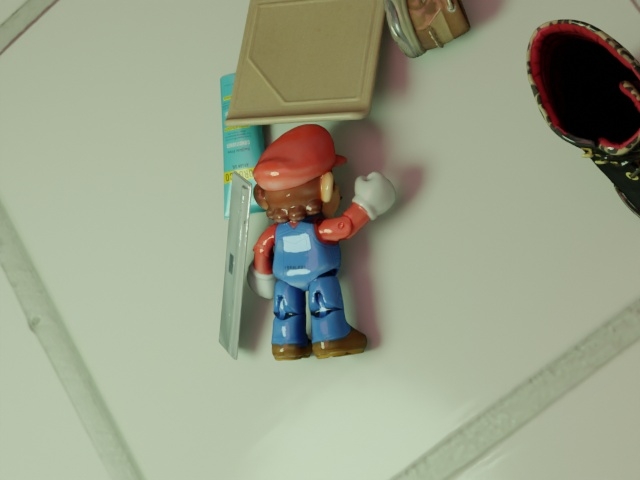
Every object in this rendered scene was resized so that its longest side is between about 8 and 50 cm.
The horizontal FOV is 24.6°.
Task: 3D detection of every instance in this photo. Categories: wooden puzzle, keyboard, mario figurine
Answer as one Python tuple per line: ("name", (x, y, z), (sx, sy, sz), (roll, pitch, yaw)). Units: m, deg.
("wooden puzzle", (-0.014, -0.260, 2.067), (0.221, 0.044, 0.238), (-1, 62, 25))
("keyboard", (-0.119, 0.035, 2.036), (0.072, 0.014, 0.256), (-133, 46, -65))
("mario figurine", (0.000, 0.000, 2.014), (0.198, 0.170, 0.320), (-3, 89, -8))

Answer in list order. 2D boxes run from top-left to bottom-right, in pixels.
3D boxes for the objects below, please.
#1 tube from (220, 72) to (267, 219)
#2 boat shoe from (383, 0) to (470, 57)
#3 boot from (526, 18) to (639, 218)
("tube", (-0.111, -0.137, 2.118), (0.080, 0.052, 0.207), (-10, 80, 26))
("boat shoe", (0.139, -0.412, 2.008), (0.116, 0.123, 0.324), (-12, 81, 18))
("boot", (0.391, -0.092, 1.712), (0.138, 0.284, 0.377), (-36, 65, 17))
